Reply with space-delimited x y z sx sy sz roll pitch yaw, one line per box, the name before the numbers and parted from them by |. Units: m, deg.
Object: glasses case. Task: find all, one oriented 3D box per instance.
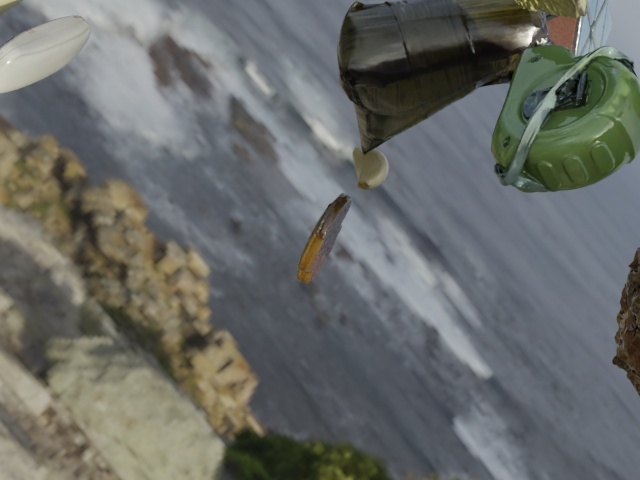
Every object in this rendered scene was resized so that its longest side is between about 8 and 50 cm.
glasses case | -0.302 -0.199 1.471 0.041 0.063 0.164 45 34 2

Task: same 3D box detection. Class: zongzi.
zongzi | 0.166 -0.221 1.897 0.300 0.286 0.138 82 -2 -60

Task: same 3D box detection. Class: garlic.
garlic | 0.075 -0.109 2.060 0.083 0.053 0.041 -91 -179 -46

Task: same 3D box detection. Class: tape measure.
tape measure | 0.273 -0.136 1.521 0.106 0.175 0.200 57 45 -34

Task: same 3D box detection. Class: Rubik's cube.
Rubik's cube | 0.364 -0.342 2.202 0.229 0.233 0.228 50 0 -21

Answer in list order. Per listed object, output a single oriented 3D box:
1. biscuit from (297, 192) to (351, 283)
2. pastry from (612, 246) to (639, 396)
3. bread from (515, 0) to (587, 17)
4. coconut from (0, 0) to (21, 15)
biscuit | 0.000 0.000 1.926 0.026 0.124 0.175 30 -26 6
pastry | 0.461 0.111 1.376 0.337 0.292 0.405 15 -51 63
bread | 0.288 -0.405 1.616 0.135 0.178 0.240 24 -33 50
coconut | -0.427 -0.386 1.568 0.323 0.323 0.323 47 15 -16
